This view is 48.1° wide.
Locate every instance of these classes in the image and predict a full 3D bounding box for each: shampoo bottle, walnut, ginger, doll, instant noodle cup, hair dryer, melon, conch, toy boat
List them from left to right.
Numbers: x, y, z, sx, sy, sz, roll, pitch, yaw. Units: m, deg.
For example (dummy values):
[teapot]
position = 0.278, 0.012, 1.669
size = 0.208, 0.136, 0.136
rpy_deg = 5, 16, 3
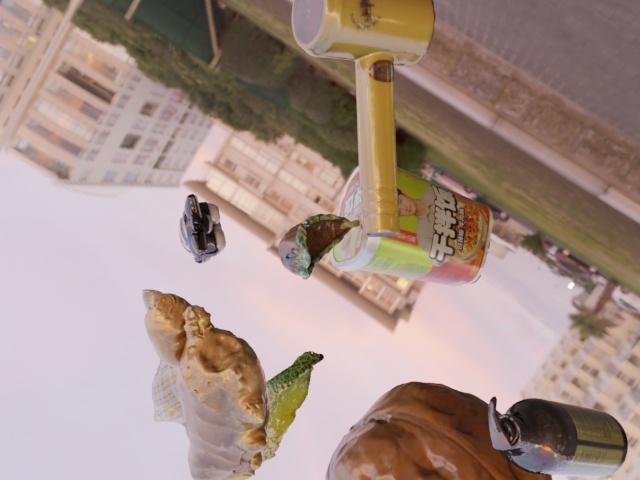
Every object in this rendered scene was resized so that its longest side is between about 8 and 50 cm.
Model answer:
[conch]
position = -0.259, 0.281, 1.444
size = 0.170, 0.203, 0.386
rpy_deg = -102, -7, -63
[doll]
position = -0.181, -0.013, 1.086
size = 0.067, 0.091, 0.219
rpy_deg = -9, 177, -10
[ginger]
position = -0.079, 0.138, 0.612
size = 0.115, 0.206, 0.081
rpy_deg = -2, -149, 23
[melon]
position = -0.073, 0.267, 1.072
size = 0.114, 0.262, 0.053
rpy_deg = 21, -155, -33
[toy boat]
position = -0.009, 0.000, 1.478
size = 0.099, 0.109, 0.293
rpy_deg = -2, -166, 22
[hair dryer]
position = 0.049, -0.143, 0.768
size = 0.134, 0.279, 0.090
rpy_deg = -3, 180, -32
[instant noodle cup]
position = 0.219, -0.026, 1.688
size = 0.307, 0.294, 0.294
rpy_deg = 16, -166, -16
[walnut]
position = 0.202, 0.431, 1.223
size = 0.397, 0.354, 0.308
rpy_deg = 31, 147, 35
[shampoo bottle]
position = 0.321, 0.274, 0.997
size = 0.283, 0.101, 0.101
rpy_deg = 19, -164, -41
